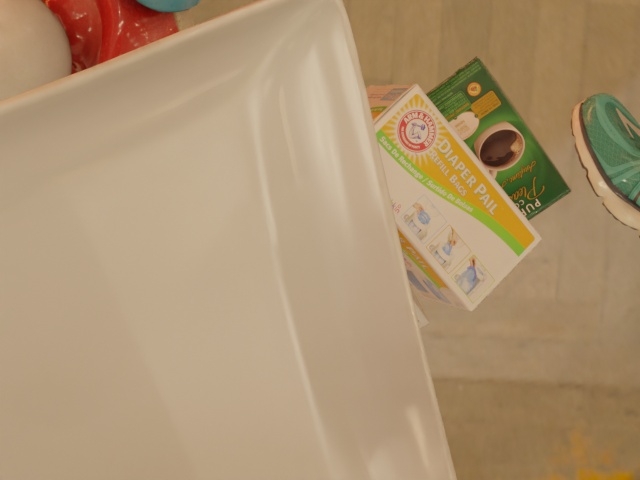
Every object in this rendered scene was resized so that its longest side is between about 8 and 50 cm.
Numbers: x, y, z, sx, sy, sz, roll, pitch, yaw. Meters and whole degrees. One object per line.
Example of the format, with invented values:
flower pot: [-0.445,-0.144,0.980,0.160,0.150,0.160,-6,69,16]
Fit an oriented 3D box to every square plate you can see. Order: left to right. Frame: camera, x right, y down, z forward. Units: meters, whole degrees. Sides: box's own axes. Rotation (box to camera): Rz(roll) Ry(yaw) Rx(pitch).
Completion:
square plate: [-0.107,0.096,0.621,0.347,0.049,0.344,-23,113,-22]

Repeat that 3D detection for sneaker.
sneaker: [0.367,-0.052,1.389,0.275,0.107,0.110,50,136,14]

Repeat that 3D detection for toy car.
toy car: [-0.232,-0.162,1.001,0.210,0.238,0.219,49,142,2]

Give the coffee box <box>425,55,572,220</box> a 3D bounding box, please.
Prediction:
coffee box: [0.184,-0.099,1.535,0.113,0.040,0.184,-36,83,11]

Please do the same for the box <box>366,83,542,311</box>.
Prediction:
box: [0.095,-0.043,1.317,0.103,0.114,0.203,-45,107,-12]

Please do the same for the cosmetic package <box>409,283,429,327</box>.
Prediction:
cosmetic package: [0.000,0.000,1.673,0.138,0.224,0.224,-28,142,8]
